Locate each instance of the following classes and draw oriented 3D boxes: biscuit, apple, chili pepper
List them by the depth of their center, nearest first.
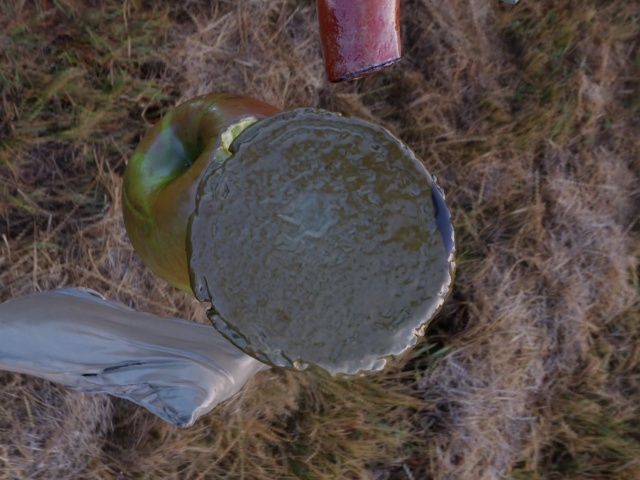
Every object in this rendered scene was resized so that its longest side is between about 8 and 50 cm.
[{"bbox_3d":[0.000,0.000,0.597,0.226,0.042,0.225,0,75,-1],"label":"biscuit"},{"bbox_3d":[0.037,-0.264,0.799,0.086,0.084,0.191,-7,93,-11],"label":"chili pepper"},{"bbox_3d":[-0.105,-0.047,0.901,0.226,0.246,0.246,39,60,-45],"label":"apple"}]

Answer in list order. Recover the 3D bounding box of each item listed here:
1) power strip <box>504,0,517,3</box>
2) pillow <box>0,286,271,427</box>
[{"bbox_3d":[0.115,-0.208,0.572,0.090,0.040,0.016,34,86,33],"label":"power strip"},{"bbox_3d":[-0.187,0.104,0.709,0.271,0.173,0.067,14,105,11],"label":"pillow"}]
